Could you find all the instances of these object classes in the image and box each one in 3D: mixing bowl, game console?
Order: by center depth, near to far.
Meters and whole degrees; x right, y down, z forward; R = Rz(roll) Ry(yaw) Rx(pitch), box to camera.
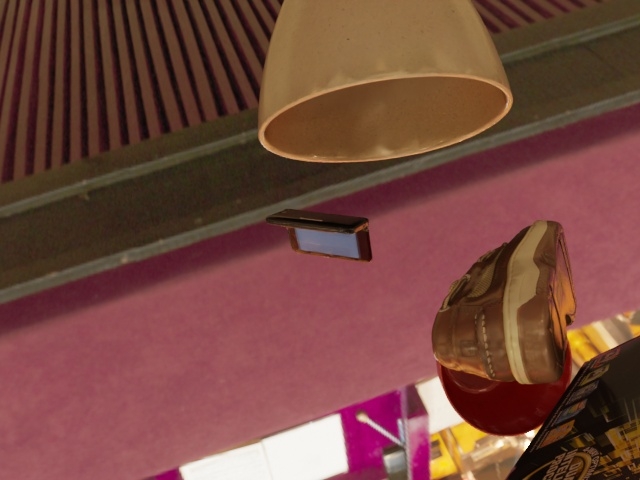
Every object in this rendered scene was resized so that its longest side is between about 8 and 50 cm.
[{"bbox_3d":[0.225,0.158,0.863,0.181,0.098,0.181,1,83,-10],"label":"mixing bowl"},{"bbox_3d":[0.000,0.000,0.870,0.122,0.107,0.071,7,103,19],"label":"game console"}]

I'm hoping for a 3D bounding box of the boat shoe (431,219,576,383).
[{"bbox_3d":[0.150,0.040,0.536,0.095,0.257,0.095,-9,94,25],"label":"boat shoe"}]

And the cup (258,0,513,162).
[{"bbox_3d":[0.071,-0.263,0.878,0.331,0.237,0.331,-6,171,-1],"label":"cup"}]

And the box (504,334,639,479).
[{"bbox_3d":[0.321,0.147,0.535,0.395,0.097,0.318,-23,167,-49],"label":"box"}]
